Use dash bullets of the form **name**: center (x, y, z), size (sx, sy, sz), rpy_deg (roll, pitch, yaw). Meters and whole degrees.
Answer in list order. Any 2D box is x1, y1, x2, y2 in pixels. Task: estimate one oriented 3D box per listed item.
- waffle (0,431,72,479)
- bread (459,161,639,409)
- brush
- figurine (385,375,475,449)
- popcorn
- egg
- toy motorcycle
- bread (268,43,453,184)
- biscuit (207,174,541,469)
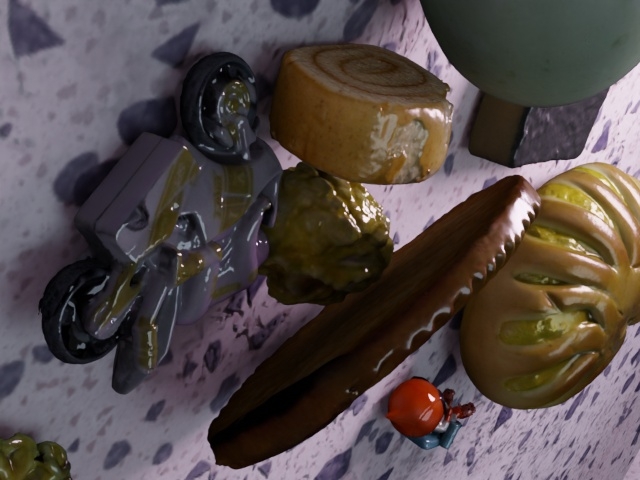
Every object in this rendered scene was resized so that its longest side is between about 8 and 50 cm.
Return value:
- **waffle**: center (-0.243, 0.196, 0.667), size (0.169, 0.036, 0.183), rpy_deg (-60, 149, 6)
- **bread**: center (0.306, 0.060, 1.266), size (0.333, 0.160, 0.333), rpy_deg (-36, 141, -36)
- **brush**: center (0.232, -0.141, 1.074), size (0.197, 0.059, 0.123), rpy_deg (-12, 124, -53)
- **figurine**: center (0.118, 0.198, 1.198), size (0.140, 0.068, 0.075), rpy_deg (26, 96, -54)
- **popcorn**: center (0.000, 0.000, 0.798), size (0.116, 0.106, 0.120), rpy_deg (-31, 140, -56)
- **egg**: center (0.166, -0.220, 0.758), size (0.203, 0.203, 0.282), rpy_deg (-45, 152, -25)
- **toy motorcycle**: center (-0.087, -0.003, 0.689), size (0.225, 0.073, 0.152), rpy_deg (-61, 144, -15)
- **bread**: center (0.032, -0.088, 0.752), size (0.149, 0.122, 0.073), rpy_deg (-15, 131, -50)
- **biscuit**: center (0.040, 0.061, 0.801), size (0.318, 0.040, 0.318), rpy_deg (-40, -176, 3)
